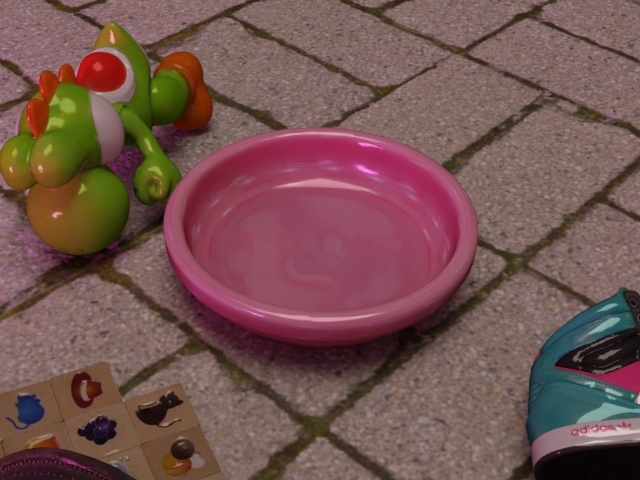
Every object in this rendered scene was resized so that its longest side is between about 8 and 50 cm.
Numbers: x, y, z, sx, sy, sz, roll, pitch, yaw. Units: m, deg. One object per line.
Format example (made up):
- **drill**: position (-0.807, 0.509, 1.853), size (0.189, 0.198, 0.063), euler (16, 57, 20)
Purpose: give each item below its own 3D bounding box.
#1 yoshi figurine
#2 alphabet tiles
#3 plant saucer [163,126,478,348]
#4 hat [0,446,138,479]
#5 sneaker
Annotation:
- **yoshi figurine**: position (-0.255, -0.104, 1.167), size (0.203, 0.204, 0.362), euler (46, 27, -10)
- **alphabet tiles**: position (-0.253, 0.235, 0.849), size (0.343, 0.011, 0.285), euler (-16, 43, -20)
- **plant saucer**: position (0.000, 0.000, 1.081), size (0.332, 0.084, 0.332), euler (2, 41, -2)
- **hat**: position (-0.235, 0.274, 0.607), size (0.332, 0.134, 0.331), euler (-11, 58, 18)
- **sneaker**: position (0.326, 0.128, 0.922), size (0.296, 0.123, 0.178), euler (-2, 50, -3)
